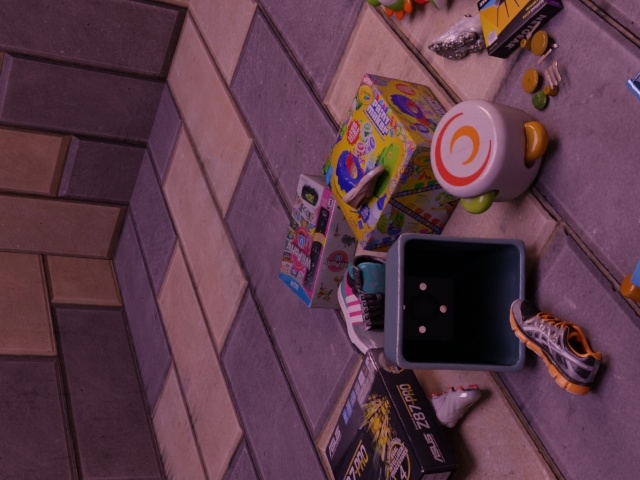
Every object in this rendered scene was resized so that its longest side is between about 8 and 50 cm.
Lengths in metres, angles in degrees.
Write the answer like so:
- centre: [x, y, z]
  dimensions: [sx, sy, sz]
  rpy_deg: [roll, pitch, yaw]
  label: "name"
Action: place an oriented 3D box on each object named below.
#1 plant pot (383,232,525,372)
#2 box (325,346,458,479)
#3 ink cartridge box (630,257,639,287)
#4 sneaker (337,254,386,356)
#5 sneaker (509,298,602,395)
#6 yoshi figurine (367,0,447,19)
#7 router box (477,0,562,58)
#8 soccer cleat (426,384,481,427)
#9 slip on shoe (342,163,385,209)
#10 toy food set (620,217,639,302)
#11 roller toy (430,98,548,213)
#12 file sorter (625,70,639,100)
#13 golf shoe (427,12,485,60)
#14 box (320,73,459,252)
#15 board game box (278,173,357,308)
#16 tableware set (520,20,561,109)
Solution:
- centre: [0.235, 0.128, 1.760]
  dimensions: [0.252, 0.247, 0.248]
  rpy_deg: [149, 123, -76]
  label: "plant pot"
- centre: [0.142, 0.477, 1.968]
  dimensions: [0.318, 0.097, 0.395]
  rpy_deg: [-111, 29, -42]
  label: "box"
- centre: [0.576, -0.023, 1.149]
  dimensions: [0.198, 0.197, 0.270]
  rpy_deg: [37, 117, 46]
  label: "ink cartridge box"
- centre: [0.131, 0.136, 2.080]
  dimensions: [0.295, 0.124, 0.178]
  rpy_deg: [-116, 32, -47]
  label: "sneaker"
- centre: [0.416, 0.171, 1.577]
  dimensions: [0.215, 0.084, 0.083]
  rpy_deg: [53, 129, 40]
  label: "sneaker"
- centre: [0.195, -0.643, 2.042]
  dimensions: [0.362, 0.203, 0.203]
  rpy_deg: [-2, 67, 64]
  label: "yoshi figurine"
- centre: [0.389, -0.464, 1.771]
  dimensions: [0.179, 0.046, 0.133]
  rpy_deg: [-41, 50, 52]
  label: "router box"
- centre: [0.273, 0.341, 1.831]
  dimensions: [0.196, 0.068, 0.076]
  rpy_deg: [140, 125, -62]
  label: "soccer cleat"
- centre: [0.098, -0.112, 1.892]
  dimensions: [0.041, 0.051, 0.135]
  rpy_deg: [48, 130, 1]
  label: "slip on shoe"
- centre: [0.555, -0.006, 1.359]
  dimensions: [0.232, 0.104, 0.111]
  rpy_deg: [-69, 13, -9]
  label: "toy food set"
- centre: [0.325, -0.173, 1.734]
  dimensions: [0.191, 0.146, 0.209]
  rpy_deg: [55, 127, 39]
  label: "roller toy"
- centre: [0.563, -0.210, 1.326]
  dimensions: [0.104, 0.118, 0.170]
  rpy_deg: [-58, 37, 33]
  label: "file sorter"
- centre: [0.303, -0.442, 1.933]
  dimensions: [0.176, 0.069, 0.086]
  rpy_deg: [1, 66, 59]
  label: "golf shoe"
- centre: [0.170, -0.168, 1.994]
  dimensions: [0.279, 0.177, 0.290]
  rpy_deg: [-65, 34, 32]
  label: "box"
- centre: [0.000, 0.000, 2.370]
  dimensions: [0.224, 0.097, 0.303]
  rpy_deg: [37, 118, 59]
  label: "board game box"
- centre: [0.420, -0.332, 1.719]
  dimensions: [0.104, 0.024, 0.154]
  rpy_deg: [129, 137, -51]
  label: "tableware set"
